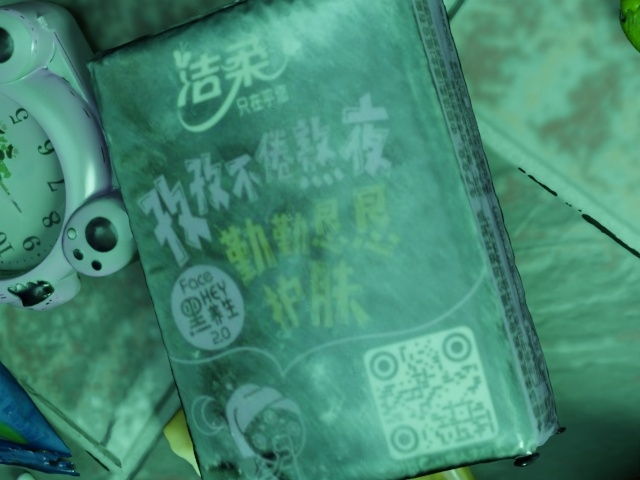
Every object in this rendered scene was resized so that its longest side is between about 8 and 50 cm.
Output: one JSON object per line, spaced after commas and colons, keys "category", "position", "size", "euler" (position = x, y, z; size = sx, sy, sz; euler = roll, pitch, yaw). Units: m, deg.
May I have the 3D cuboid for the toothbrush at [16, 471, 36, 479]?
{"category": "toothbrush", "position": [-0.194, 0.314, 1.081], "size": [0.024, 0.018, 0.257], "euler": [-37, 90, 21]}

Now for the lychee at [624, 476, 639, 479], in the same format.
{"category": "lychee", "position": [0.257, 0.247, 0.816], "size": [0.200, 0.200, 0.238], "euler": [32, 119, 9]}

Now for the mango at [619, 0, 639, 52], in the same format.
{"category": "mango", "position": [0.275, -0.152, 0.763], "size": [0.165, 0.074, 0.091], "euler": [1, 110, 31]}

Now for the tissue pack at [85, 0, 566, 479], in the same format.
{"category": "tissue pack", "position": [0.000, 0.000, 0.853], "size": [0.259, 0.122, 0.361], "euler": [-17, 88, 20]}

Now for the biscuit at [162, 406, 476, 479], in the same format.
{"category": "biscuit", "position": [0.030, 0.216, 0.963], "size": [0.204, 0.040, 0.309], "euler": [-41, 87, 25]}

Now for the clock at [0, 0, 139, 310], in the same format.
{"category": "clock", "position": [-0.260, -0.050, 0.969], "size": [0.247, 0.090, 0.228], "euler": [-26, 95, 25]}

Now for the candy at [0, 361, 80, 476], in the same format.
{"category": "candy", "position": [-0.342, 0.098, 0.982], "size": [0.187, 0.077, 0.331], "euler": [1, 142, 23]}
